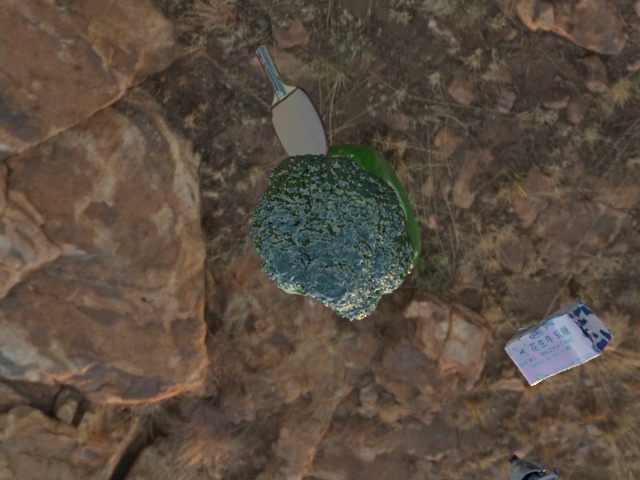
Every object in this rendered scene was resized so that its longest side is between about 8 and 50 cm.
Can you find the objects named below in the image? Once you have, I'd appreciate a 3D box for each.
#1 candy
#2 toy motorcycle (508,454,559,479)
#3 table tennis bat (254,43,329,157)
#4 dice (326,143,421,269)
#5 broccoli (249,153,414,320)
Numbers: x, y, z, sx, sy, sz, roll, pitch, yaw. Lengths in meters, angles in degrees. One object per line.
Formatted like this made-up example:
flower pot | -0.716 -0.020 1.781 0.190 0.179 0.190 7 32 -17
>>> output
candy | 0.410 0.177 1.033 0.092 0.073 0.160 54 135 9
toy motorcycle | 0.375 0.420 0.925 0.080 0.215 0.122 -44 140 3
table tennis bat | -0.066 -0.277 1.227 0.154 0.021 0.274 -20 97 53
dice | 0.061 -0.039 1.463 0.300 0.287 0.297 -24 149 20
broccoli | 0.000 0.000 0.995 0.298 0.297 0.297 34 139 -20
